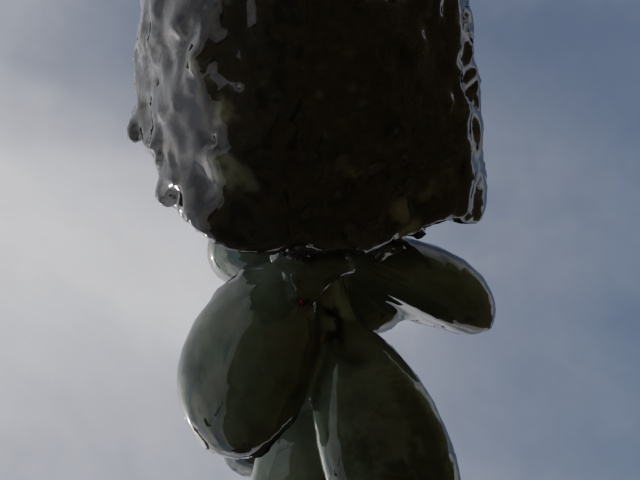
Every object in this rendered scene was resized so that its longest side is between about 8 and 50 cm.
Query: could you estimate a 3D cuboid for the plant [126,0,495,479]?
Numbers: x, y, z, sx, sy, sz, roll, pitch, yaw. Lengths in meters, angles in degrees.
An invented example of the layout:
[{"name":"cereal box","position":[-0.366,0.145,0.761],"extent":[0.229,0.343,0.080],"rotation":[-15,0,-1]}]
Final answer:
[{"name":"plant","position":[-0.001,-0.002,0.784],"extent":[0.149,0.146,0.275],"rotation":[-10,-72,-18]}]
